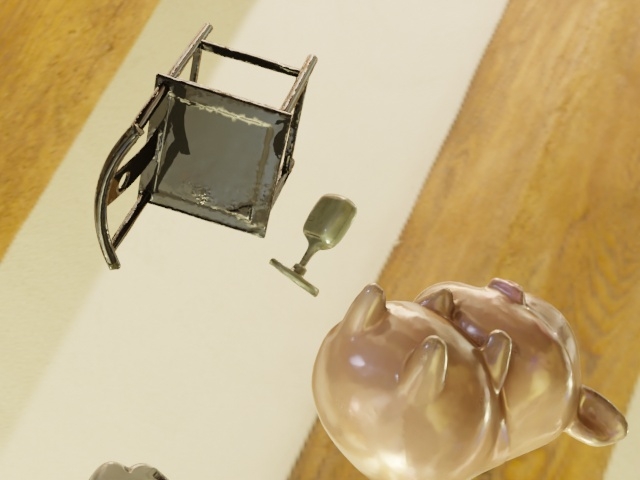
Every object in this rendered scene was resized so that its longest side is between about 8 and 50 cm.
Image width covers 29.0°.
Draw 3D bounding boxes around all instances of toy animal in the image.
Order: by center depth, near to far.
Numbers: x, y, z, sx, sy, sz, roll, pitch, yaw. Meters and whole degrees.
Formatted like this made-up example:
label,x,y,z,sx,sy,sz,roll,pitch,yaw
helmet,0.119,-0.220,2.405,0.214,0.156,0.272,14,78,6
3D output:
label,x,y,z,sx,sy,sz,roll,pitch,yaw
toy animal,0.103,0.108,0.925,0.250,0.166,0.154,-2,-52,-45

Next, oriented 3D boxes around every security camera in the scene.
label,x,y,z,sx,sy,sz,roll,pitch,yaw
security camera,0.000,0.000,1.137,0.058,0.058,0.092,39,-95,-24

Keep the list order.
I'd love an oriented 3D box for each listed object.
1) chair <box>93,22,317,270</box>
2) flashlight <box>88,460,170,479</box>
label,x,y,z,sx,sy,sz,roll,pitch,yaw
chair,-0.104,-0.086,1.186,0.141,0.155,0.260,16,-146,4
flashlight,-0.181,0.251,0.967,0.093,0.047,0.200,41,-141,3
